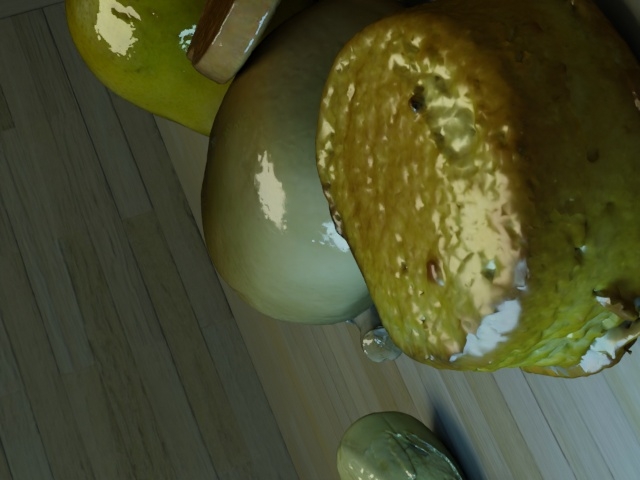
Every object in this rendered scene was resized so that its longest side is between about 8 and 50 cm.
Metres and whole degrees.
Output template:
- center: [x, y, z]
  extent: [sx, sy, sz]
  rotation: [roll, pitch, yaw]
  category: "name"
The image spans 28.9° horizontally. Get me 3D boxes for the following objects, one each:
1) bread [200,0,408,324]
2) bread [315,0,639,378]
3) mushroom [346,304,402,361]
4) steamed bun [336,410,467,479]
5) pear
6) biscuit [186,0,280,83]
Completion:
- center: [-0.011, -0.080, 1.496]
  extent: [0.376, 0.253, 0.348]
  rotation: [120, 149, -68]
  category: "bread"
- center: [0.144, -0.044, 1.089]
  extent: [0.358, 0.204, 0.337]
  rotation: [63, 152, 23]
  category: "bread"
- center: [0.063, 0.105, 2.024]
  extent: [0.096, 0.099, 0.278]
  rotation: [25, -163, -38]
  category: "mushroom"
- center: [0.150, 0.400, 1.926]
  extent: [0.232, 0.166, 0.273]
  rotation: [36, 150, 49]
  category: "steamed bun"
- center: [-0.184, -0.348, 1.799]
  extent: [0.418, 0.362, 0.362]
  rotation: [54, 163, 15]
  category: "pear"
- center: [-0.053, -0.362, 1.454]
  extent: [0.385, 0.062, 0.365]
  rotation: [-67, 15, 1]
  category: "biscuit"
